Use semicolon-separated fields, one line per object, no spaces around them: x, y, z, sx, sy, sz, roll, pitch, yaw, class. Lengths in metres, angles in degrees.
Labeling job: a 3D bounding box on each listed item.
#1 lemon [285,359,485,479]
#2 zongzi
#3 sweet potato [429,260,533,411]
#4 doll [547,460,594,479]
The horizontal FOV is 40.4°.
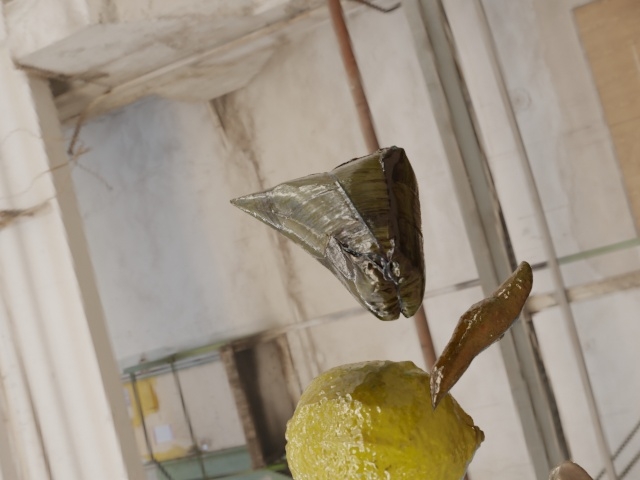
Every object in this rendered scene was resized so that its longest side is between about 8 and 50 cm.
0.096;0.321;1.388;0.268;0.322;0.268;-7;-90;-74;lemon
0.000;0.000;1.272;0.286;0.300;0.138;-87;-11;-48;zongzi
0.227;0.129;1.239;0.274;0.067;0.067;-47;-55;-22;sweet potato
0.286;0.374;0.814;0.215;0.226;0.370;-52;-38;-8;doll
